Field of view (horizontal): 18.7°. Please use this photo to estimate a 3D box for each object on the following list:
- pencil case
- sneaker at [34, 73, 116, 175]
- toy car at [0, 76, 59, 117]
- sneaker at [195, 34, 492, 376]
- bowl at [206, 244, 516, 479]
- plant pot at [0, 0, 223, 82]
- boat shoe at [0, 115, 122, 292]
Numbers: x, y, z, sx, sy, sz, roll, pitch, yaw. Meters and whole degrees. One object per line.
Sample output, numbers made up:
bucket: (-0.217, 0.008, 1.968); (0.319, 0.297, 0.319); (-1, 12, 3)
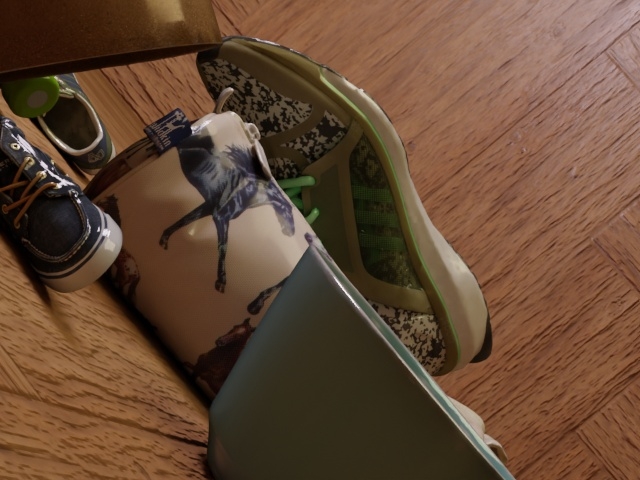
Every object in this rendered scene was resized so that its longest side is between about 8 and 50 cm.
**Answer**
pencil case: (-0.028, 0.074, 1.652); (0.410, 0.183, 0.160); (51, 7, -1)
sneaker: (-0.284, -0.157, 2.067); (0.192, 0.064, 0.086); (53, -3, 4)
toy car: (-0.330, -0.218, 1.795); (0.188, 0.149, 0.155); (9, 35, -45)
sneaker: (0.000, 0.000, 1.770); (0.158, 0.182, 0.410); (-11, -60, 51)
bowl: (0.033, 0.170, 1.411); (0.311, 0.163, 0.311); (51, 1, -1)
plant pot: (-0.221, -0.271, 1.645); (0.237, 0.237, 0.254); (-114, -165, -86)
boat shoe: (-0.202, -0.027, 1.354); (0.083, 0.065, 0.183); (48, -5, -31)
